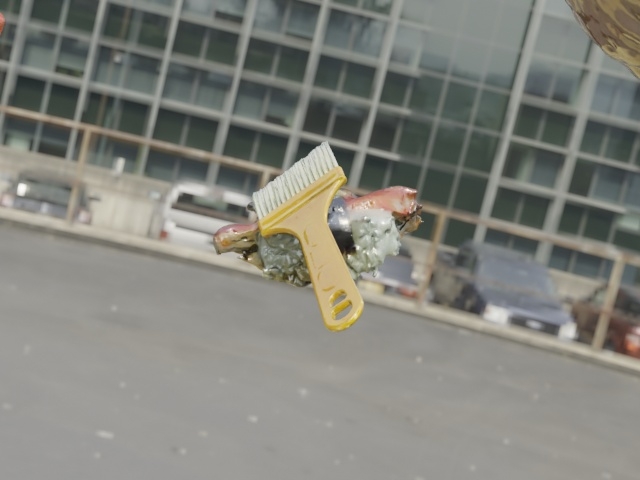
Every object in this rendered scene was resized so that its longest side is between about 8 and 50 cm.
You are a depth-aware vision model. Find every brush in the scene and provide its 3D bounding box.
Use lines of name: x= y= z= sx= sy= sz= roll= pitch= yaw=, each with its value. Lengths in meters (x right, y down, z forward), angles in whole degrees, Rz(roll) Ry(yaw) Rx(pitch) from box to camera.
brush: x=-0.003 y=0.001 z=1.309 sx=0.013 sy=0.103 sz=0.272 roll=48 pitch=12 yaw=-33

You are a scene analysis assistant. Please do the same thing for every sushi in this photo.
sushi: x=0.001 y=0.003 z=1.448 sx=0.226 sy=0.097 sz=0.103 roll=-6 pitch=34 yaw=-5

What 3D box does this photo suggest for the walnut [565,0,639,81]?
walnut: x=0.273 y=-0.218 z=0.903 sx=0.248 sy=0.248 sz=0.248 roll=14 pitch=8 yaw=-2

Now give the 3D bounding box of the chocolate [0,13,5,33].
chocolate: x=-0.322 y=-0.093 z=0.822 sx=0.237 sy=0.234 sz=0.108 roll=33 pitch=19 yaw=24
